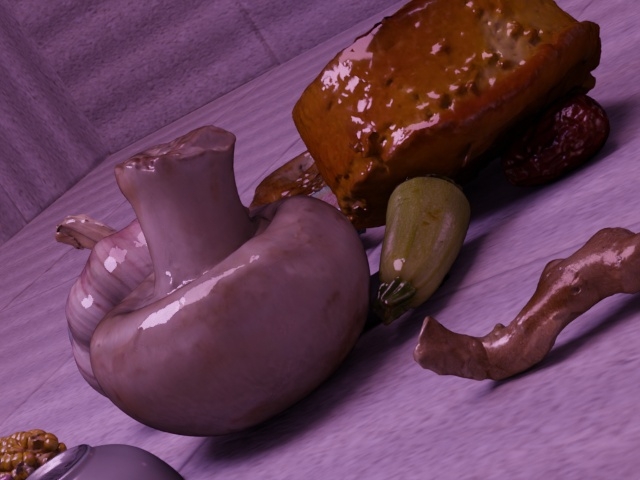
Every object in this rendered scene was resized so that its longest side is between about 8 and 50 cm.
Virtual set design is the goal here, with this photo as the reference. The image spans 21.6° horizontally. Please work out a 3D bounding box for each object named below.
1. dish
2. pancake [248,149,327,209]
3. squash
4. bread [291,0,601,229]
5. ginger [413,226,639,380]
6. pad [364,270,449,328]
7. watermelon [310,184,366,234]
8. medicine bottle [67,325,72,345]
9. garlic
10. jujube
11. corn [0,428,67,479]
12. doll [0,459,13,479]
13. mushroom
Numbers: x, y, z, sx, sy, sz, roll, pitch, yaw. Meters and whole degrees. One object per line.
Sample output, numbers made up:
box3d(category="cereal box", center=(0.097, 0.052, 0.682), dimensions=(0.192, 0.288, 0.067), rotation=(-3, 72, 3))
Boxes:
box3d(category="dish", center=(-0.251, 0.264, 1.637), dimensions=(0.228, 0.086, 0.236), rotation=(-35, 12, -6))
box3d(category="pancake", center=(0.044, -0.105, 2.360), dimensions=(0.382, 0.071, 0.382), rotation=(-32, 12, 7))
box3d(category="squash", center=(0.092, 0.021, 1.713), dimensions=(0.094, 0.094, 0.224), rotation=(-27, 19, 27))
box3d(category="bread", center=(0.143, -0.172, 1.927), dimensions=(0.358, 0.204, 0.337), rotation=(-34, -3, -15))
box3d(category="ginger", center=(0.209, 0.038, 1.380), dimensions=(0.288, 0.075, 0.089), rotation=(-27, 35, 6))
box3d(category="pad", center=(0.086, 0.045, 1.824), dimensions=(0.116, 0.004, 0.193), rotation=(-31, 12, 8))
box3d(category="watermelon", center=(0.000, 0.000, 2.093), dimensions=(0.139, 0.071, 0.187), rotation=(-49, 12, -9))
box3d(category="medicine bottle", center=(-0.179, 0.079, 2.117), dimensions=(0.352, 0.110, 0.110), rotation=(-21, 17, 44))
box3d(category="garlic", center=(-0.209, 0.047, 1.921), dimensions=(0.245, 0.253, 0.245), rotation=(-35, -33, -27))
box3d(category="jujube", center=(0.253, -0.106, 1.828), dimensions=(0.129, 0.077, 0.077), rotation=(-34, 11, 19))
box3d(category="corn", center=(-0.390, 0.291, 1.890), dimensions=(0.291, 0.101, 0.101), rotation=(-29, 12, 35))
box3d(category="doll", center=(-0.399, 0.323, 1.746), dimensions=(0.262, 0.093, 0.211), rotation=(-29, 33, 32))
box3d(category="mushroom", center=(-0.111, 0.039, 1.669), dimensions=(0.297, 0.290, 0.297), rotation=(-30, 10, 6))
